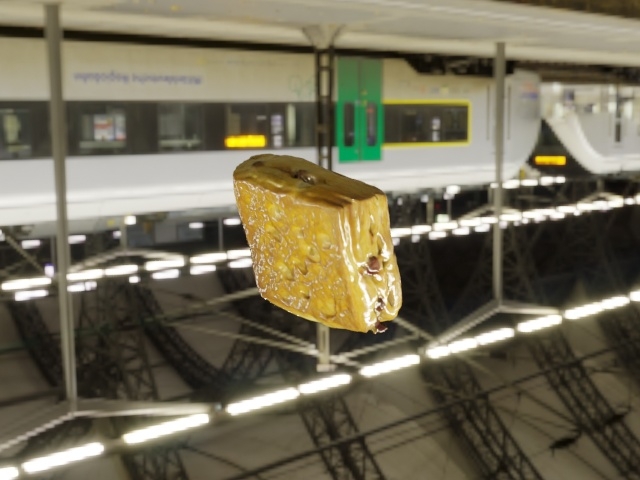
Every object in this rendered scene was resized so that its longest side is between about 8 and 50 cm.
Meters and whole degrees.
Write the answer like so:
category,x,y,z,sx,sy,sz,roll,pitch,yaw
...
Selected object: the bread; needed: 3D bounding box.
category,x,y,z,sx,sy,sz,roll,pitch,yaw
bread,0.000,0.000,1.139,0.099,0.210,0.235,-30,-149,-32
